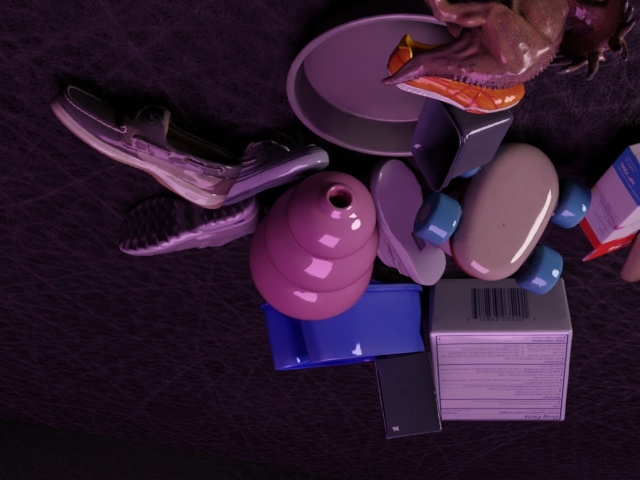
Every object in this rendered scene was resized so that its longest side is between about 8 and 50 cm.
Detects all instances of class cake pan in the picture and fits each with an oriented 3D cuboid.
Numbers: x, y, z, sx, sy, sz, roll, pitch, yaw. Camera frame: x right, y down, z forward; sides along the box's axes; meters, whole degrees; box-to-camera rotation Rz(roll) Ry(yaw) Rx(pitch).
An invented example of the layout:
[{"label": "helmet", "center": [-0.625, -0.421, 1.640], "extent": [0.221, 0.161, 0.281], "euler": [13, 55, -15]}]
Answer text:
[{"label": "cake pan", "center": [0.103, -0.211, 1.122], "extent": [0.293, 0.054, 0.293], "euler": [3, 153, 1]}]

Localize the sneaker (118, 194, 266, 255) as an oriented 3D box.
[{"label": "sneaker", "center": [-0.218, -0.015, 1.474], "extent": [0.281, 0.105, 0.115], "euler": [-10, 149, 22]}]

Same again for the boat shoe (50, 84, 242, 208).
[{"label": "boat shoe", "center": [-0.243, -0.150, 1.238], "extent": [0.285, 0.103, 0.092], "euler": [31, 113, -18]}]

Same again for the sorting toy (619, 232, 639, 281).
[{"label": "sorting toy", "center": [0.592, -0.035, 1.337], "extent": [0.229, 0.041, 0.307], "euler": [-23, 157, 1]}]

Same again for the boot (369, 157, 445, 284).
[{"label": "boot", "center": [0.110, -0.034, 1.418], "extent": [0.123, 0.095, 0.258], "euler": [21, 145, 46]}]

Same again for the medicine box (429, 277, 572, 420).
[{"label": "medicine box", "center": [0.358, 0.224, 1.737], "extent": [0.264, 0.149, 0.289], "euler": [-2, 133, 9]}]

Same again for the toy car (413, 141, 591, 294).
[{"label": "toy car", "center": [0.247, -0.046, 1.338], "extent": [0.219, 0.210, 0.238], "euler": [25, 177, -13]}]

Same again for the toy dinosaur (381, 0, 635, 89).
[{"label": "toy dinosaur", "center": [0.217, -0.222, 0.915], "extent": [0.200, 0.296, 0.127], "euler": [53, 166, -8]}]

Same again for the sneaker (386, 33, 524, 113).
[{"label": "sneaker", "center": [0.167, -0.197, 1.020], "extent": [0.175, 0.064, 0.067], "euler": [9, 142, -17]}]

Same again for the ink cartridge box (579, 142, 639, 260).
[{"label": "ink cartridge box", "center": [0.472, -0.065, 1.284], "extent": [0.134, 0.078, 0.231], "euler": [-17, 158, -19]}]

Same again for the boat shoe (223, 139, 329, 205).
[{"label": "boat shoe", "center": [-0.090, -0.116, 1.297], "extent": [0.226, 0.075, 0.083], "euler": [-17, 174, 33]}]

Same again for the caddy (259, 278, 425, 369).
[{"label": "caddy", "center": [0.047, 0.145, 1.663], "extent": [0.341, 0.179, 0.241], "euler": [2, 167, -40]}]

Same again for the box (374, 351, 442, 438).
[{"label": "box", "center": [0.170, 0.304, 1.696], "extent": [0.108, 0.153, 0.207], "euler": [-9, 171, 2]}]

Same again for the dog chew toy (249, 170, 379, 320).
[{"label": "dog chew toy", "center": [0.000, 0.000, 1.338], "extent": [0.207, 0.206, 0.332], "euler": [7, 158, -8]}]

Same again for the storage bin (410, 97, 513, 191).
[{"label": "storage bin", "center": [0.180, -0.141, 1.106], "extent": [0.091, 0.098, 0.135], "euler": [-19, 157, -18]}]
